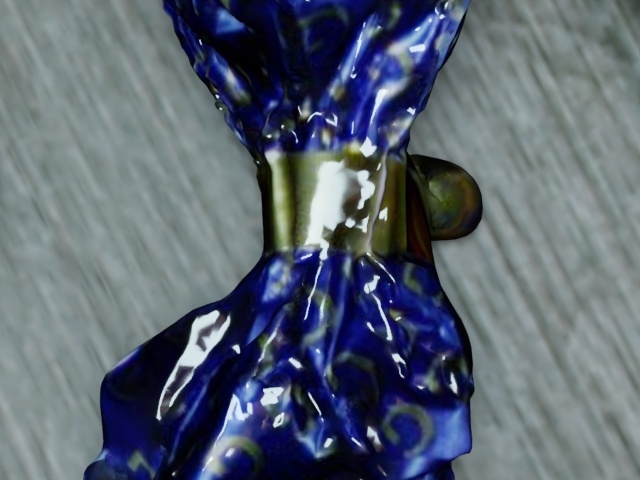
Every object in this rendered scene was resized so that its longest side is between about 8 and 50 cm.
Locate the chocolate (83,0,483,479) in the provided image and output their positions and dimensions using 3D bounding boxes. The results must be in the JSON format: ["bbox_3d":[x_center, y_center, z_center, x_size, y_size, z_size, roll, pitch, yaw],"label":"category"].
[{"bbox_3d":[-0.002,0.004,0.487,0.148,0.126,0.343,2,88,-46],"label":"chocolate"}]
